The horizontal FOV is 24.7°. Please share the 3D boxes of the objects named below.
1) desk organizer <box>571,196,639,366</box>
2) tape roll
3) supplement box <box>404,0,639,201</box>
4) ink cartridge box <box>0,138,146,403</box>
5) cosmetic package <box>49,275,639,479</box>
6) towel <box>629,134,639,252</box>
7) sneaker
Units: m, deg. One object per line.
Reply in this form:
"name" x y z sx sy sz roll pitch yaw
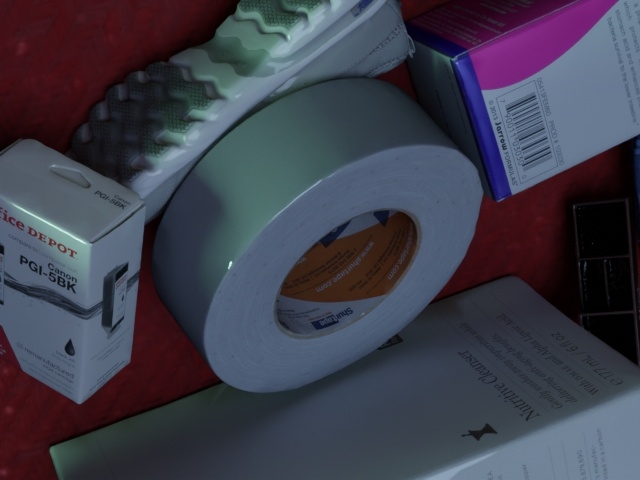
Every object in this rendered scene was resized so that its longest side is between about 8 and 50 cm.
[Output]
"desk organizer" 0.215 0.033 1.099 0.047 0.050 0.130 -5 89 14
"tape roll" 0.000 0.000 0.971 0.219 0.072 0.219 -26 145 -19
"supplement box" 0.182 -0.133 1.025 0.220 0.114 0.111 -24 115 -10
"ink cartridge box" -0.167 0.019 0.909 0.056 0.099 0.135 -43 152 -45
"cosmetic package" 0.027 0.184 1.026 0.385 0.217 0.156 -19 115 -16
"towel" 0.270 -0.025 1.098 0.067 0.029 0.119 -5 88 14
"sneaker" -0.052 -0.074 0.961 0.281 0.105 0.115 -37 131 4
